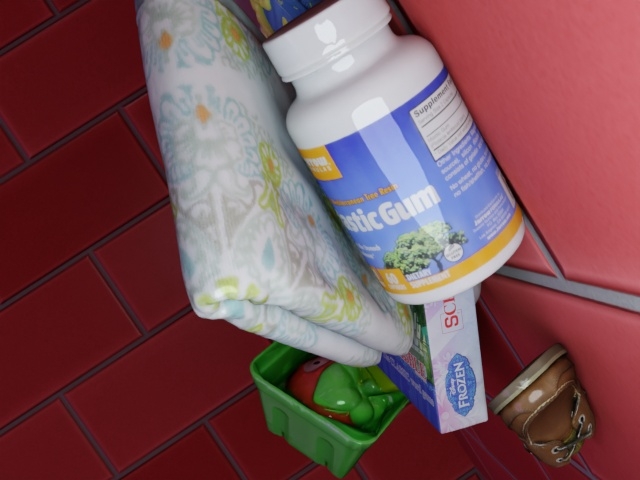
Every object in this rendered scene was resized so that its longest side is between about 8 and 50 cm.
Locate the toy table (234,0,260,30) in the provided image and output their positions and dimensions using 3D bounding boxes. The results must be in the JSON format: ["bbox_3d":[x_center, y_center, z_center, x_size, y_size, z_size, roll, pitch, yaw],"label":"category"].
[{"bbox_3d":[-0.139,-0.274,1.274,0.252,0.274,0.161,22,-171,-9],"label":"toy table"}]

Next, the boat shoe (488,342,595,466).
[{"bbox_3d":[0.275,0.202,0.936,0.104,0.110,0.307,51,-176,23],"label":"boat shoe"}]

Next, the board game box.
[{"bbox_3d":[0.098,0.030,1.013,0.318,0.065,0.318,-144,43,-70],"label":"board game box"}]

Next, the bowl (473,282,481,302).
[{"bbox_3d":[0.165,0.016,1.086,0.142,0.053,0.142,58,176,-37],"label":"bowl"}]

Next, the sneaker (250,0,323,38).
[{"bbox_3d":[-0.021,-0.255,0.906,0.126,0.091,0.240,52,173,48],"label":"sneaker"}]

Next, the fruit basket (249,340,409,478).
[{"bbox_3d":[0.093,0.176,1.355,0.283,0.392,0.392,29,166,22],"label":"fruit basket"}]

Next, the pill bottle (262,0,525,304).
[{"bbox_3d":[0.063,-0.089,0.728,0.272,0.152,0.152,57,177,-18],"label":"pill bottle"}]

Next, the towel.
[{"bbox_3d":[-0.033,-0.050,0.790,0.374,0.090,0.321,31,-143,-59],"label":"towel"}]
